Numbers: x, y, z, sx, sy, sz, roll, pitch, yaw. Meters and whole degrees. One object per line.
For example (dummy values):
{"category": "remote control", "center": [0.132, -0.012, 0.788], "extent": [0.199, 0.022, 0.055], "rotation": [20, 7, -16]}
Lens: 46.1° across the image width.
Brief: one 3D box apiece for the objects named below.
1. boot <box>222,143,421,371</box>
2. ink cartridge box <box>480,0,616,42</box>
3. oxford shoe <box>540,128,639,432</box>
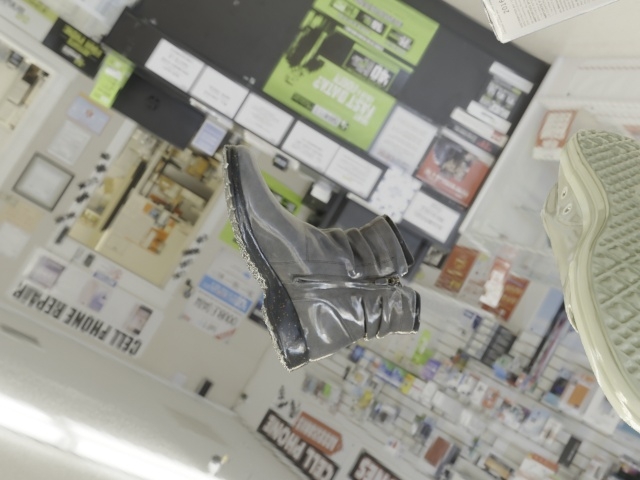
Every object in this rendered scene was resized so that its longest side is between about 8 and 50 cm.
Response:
{"category": "boot", "center": [0.000, 0.000, 1.073], "extent": [0.118, 0.223, 0.338], "rotation": [172, 79, -81]}
{"category": "ink cartridge box", "center": [0.330, -0.448, 1.010], "extent": [0.395, 0.151, 0.270], "rotation": [-10, 112, 49]}
{"category": "oxford shoe", "center": [0.303, 0.039, 0.739], "extent": [0.169, 0.130, 0.449], "rotation": [16, -146, -1]}
